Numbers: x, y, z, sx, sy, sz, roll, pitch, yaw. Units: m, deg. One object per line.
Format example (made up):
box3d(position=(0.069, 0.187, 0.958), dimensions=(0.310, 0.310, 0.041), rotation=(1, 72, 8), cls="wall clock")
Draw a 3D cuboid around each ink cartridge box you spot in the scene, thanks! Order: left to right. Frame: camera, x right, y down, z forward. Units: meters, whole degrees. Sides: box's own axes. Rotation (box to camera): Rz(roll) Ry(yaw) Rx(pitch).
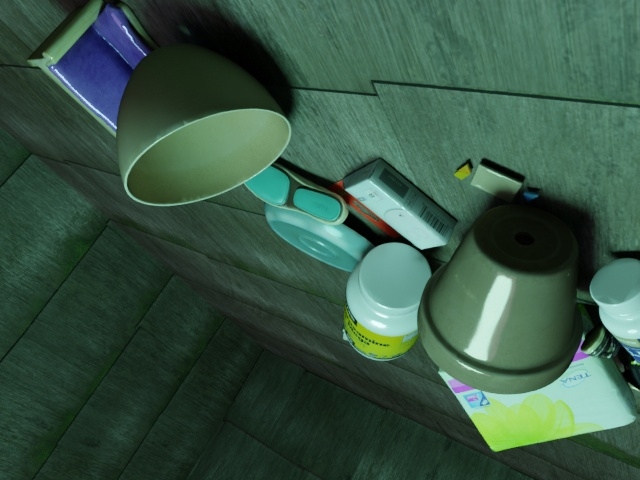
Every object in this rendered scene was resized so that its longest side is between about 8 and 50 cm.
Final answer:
box3d(position=(0.118, -0.052, 1.103), dimensions=(0.189, 0.066, 0.232), rotation=(37, 156, -14), cls="ink cartridge box")

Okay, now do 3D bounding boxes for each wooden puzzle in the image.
box3d(position=(0.261, -0.087, 0.863), dimensions=(0.116, 0.014, 0.078), rotation=(30, 165, 6), cls="wooden puzzle")

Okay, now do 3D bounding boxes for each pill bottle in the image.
box3d(position=(0.146, 0.136, 1.266), dimensions=(0.188, 0.187, 0.334), rotation=(27, 158, 13), cls="pill bottle")
box3d(position=(0.486, 0.113, 0.863), dimensions=(0.187, 0.112, 0.112), rotation=(41, 159, -24), cls="pill bottle")

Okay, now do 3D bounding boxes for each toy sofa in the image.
box3d(position=(-0.354, -0.273, 1.125), dimensions=(0.177, 0.150, 0.362), rotation=(14, 154, 44), cls="toy sofa")

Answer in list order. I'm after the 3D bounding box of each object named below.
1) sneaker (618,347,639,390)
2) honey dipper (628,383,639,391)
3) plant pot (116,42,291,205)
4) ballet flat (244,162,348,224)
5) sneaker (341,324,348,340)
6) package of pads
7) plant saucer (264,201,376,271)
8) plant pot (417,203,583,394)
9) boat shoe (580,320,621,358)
box3d(position=(0.582, 0.224, 1.035), dimensions=(0.097, 0.084, 0.234), rotation=(22, 159, 29), cls="sneaker")
box3d(position=(0.706, 0.329, 1.190), dimensions=(0.161, 0.030, 0.030), rotation=(21, 158, 32), cls="honey dipper")
box3d(position=(-0.216, -0.210, 0.963), dimensions=(0.284, 0.284, 0.190), rotation=(113, 133, -71), cls="plant pot")
box3d(position=(-0.051, -0.100, 1.201), dimensions=(0.249, 0.086, 0.086), rotation=(28, 161, 15), cls="ballet flat")
box3d(position=(0.148, 0.243, 1.720), dimensions=(0.147, 0.129, 0.330), rotation=(17, 165, 10), cls="sneaker")
box3d(position=(0.415, 0.278, 1.118), dimensions=(0.297, 0.101, 0.229), rotation=(-27, 105, 32), cls="package of pads")
box3d(position=(0.000, 0.000, 1.364), dimensions=(0.318, 0.043, 0.317), rotation=(26, 167, 7), cls="plant saucer")
box3d(position=(0.291, 0.071, 0.909), dimensions=(0.263, 0.263, 0.229), rotation=(23, 142, 23), cls="plant pot")
box3d(position=(0.452, 0.162, 0.922), dimensions=(0.049, 0.056, 0.152), rotation=(42, -158, 21), cls="boat shoe")
